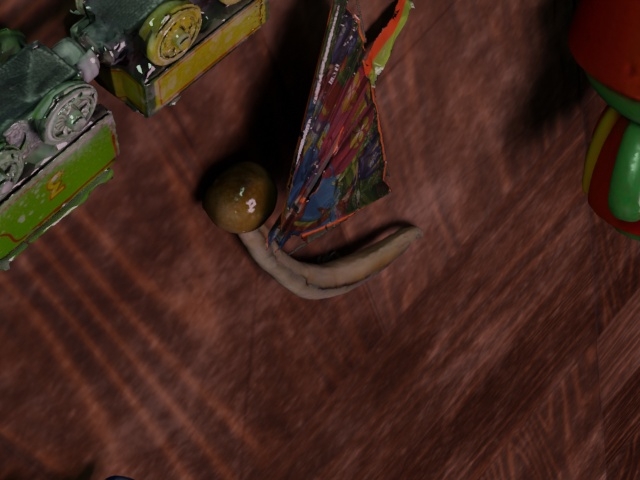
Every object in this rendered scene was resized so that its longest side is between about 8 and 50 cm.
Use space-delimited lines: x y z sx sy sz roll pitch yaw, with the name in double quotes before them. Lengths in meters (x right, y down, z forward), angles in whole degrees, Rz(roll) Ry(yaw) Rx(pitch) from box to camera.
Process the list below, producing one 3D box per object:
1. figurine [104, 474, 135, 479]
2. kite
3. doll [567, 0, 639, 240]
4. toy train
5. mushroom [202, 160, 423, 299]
"figurine" -0.188 0.229 0.819 0.194 0.133 0.274 -45 170 10
"kite" 0.013 -0.064 0.869 0.183 0.014 0.241 -63 159 -18
"doll" 0.263 -0.165 1.045 0.182 0.160 0.363 -34 147 -37
"toy train" -0.100 -0.071 0.654 0.202 0.060 0.081 -43 160 -21
"mushroom" 0.001 0.002 0.956 0.068 0.043 0.306 -38 160 13
